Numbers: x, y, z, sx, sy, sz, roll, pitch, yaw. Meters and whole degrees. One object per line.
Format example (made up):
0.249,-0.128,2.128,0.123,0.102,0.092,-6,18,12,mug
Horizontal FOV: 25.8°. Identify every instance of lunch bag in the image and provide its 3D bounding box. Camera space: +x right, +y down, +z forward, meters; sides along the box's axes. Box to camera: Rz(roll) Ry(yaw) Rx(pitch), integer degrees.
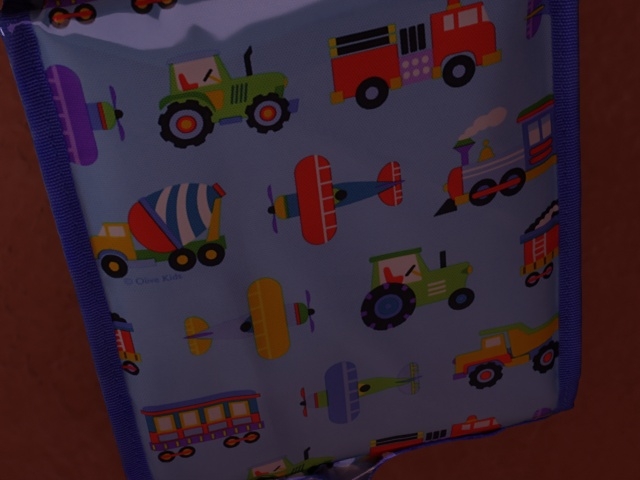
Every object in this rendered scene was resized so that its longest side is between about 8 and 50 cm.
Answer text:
0.000,0.000,0.626,0.221,0.138,0.293,-12,116,-7,lunch bag
